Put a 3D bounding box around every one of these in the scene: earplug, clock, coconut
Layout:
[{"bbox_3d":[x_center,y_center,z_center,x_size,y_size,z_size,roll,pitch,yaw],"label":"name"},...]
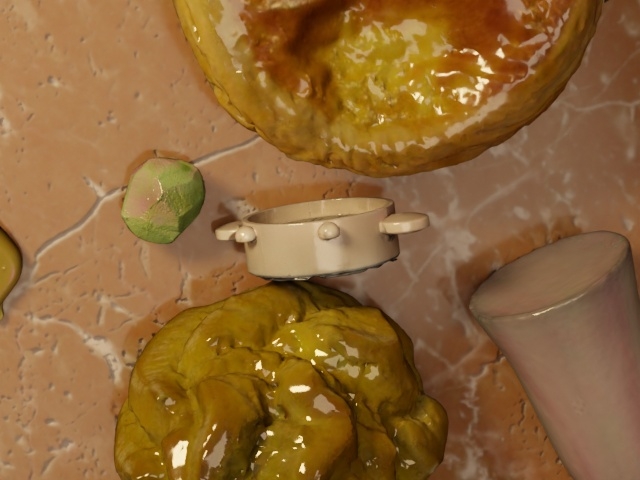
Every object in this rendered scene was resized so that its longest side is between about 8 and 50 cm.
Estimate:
[{"bbox_3d":[0.290,0.160,1.790,0.172,0.172,0.301,-28,107,-3],"label":"earplug"},{"bbox_3d":[0.000,0.000,1.717,0.229,0.155,0.063,-4,100,26],"label":"clock"},{"bbox_3d":[-0.153,-0.045,1.732,0.082,0.081,0.083,-20,119,30],"label":"coconut"}]

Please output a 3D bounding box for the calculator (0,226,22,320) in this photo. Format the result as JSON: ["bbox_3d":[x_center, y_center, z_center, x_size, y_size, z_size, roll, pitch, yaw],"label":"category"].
[{"bbox_3d":[-0.403,0.009,1.713,0.236,0.033,0.157,38,93,-20],"label":"calculator"}]

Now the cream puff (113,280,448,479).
[{"bbox_3d":[-0.031,0.200,1.696,0.324,0.257,0.291,13,100,-10],"label":"cream puff"}]

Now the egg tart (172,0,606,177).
[{"bbox_3d":[0.062,-0.283,1.677,0.443,0.178,0.443,-1,96,-9],"label":"egg tart"}]
